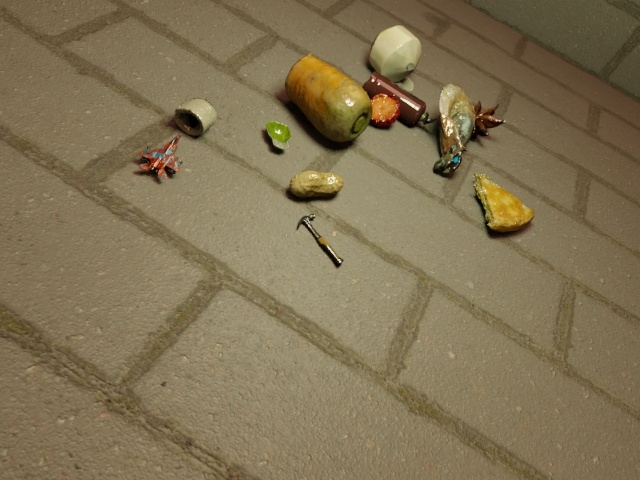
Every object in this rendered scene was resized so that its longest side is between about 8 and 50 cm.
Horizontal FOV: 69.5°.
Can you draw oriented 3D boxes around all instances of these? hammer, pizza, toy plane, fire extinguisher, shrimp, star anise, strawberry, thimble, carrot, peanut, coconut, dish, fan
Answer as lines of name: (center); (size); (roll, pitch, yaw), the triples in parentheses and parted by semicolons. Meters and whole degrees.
hammer: (0.000, 0.000, 1.430); (0.078, 0.021, 0.201); (-23, 64, -34)
pizza: (0.689, -0.153, 1.803); (0.280, 0.075, 0.287); (-5, 54, -30)
toy plane: (-0.474, -0.267, 1.422); (0.130, 0.061, 0.189); (23, 44, -3)
fire extinguisher: (0.340, -0.585, 1.957); (0.337, 0.135, 0.114); (35, 91, 6)
shrimp: (0.546, -0.466, 1.895); (0.221, 0.110, 0.445); (32, 60, -33)
star anise: (0.688, -0.524, 2.073); (0.272, 0.102, 0.271); (-8, 50, 9)
strawberry: (0.257, -0.531, 1.892); (0.145, 0.086, 0.145); (-1, 83, 9)
thimble: (-0.412, -0.411, 1.530); (0.115, 0.102, 0.090); (35, 48, -3)
carrot: (0.030, -0.526, 1.723); (0.224, 0.224, 0.341); (-30, 65, -37)
peanut: (-0.011, -0.189, 1.529); (0.194, 0.093, 0.083); (-8, 43, -24)
coconut: (0.343, -0.838, 2.094); (0.241, 0.241, 0.241); (11, 51, -14)
dish: (-0.151, -0.363, 1.642); (0.091, 0.039, 0.137); (6, 53, -24)
fan: (0.323, -0.729, 2.141); (0.191, 0.009, 0.329); (36, 49, 7)
